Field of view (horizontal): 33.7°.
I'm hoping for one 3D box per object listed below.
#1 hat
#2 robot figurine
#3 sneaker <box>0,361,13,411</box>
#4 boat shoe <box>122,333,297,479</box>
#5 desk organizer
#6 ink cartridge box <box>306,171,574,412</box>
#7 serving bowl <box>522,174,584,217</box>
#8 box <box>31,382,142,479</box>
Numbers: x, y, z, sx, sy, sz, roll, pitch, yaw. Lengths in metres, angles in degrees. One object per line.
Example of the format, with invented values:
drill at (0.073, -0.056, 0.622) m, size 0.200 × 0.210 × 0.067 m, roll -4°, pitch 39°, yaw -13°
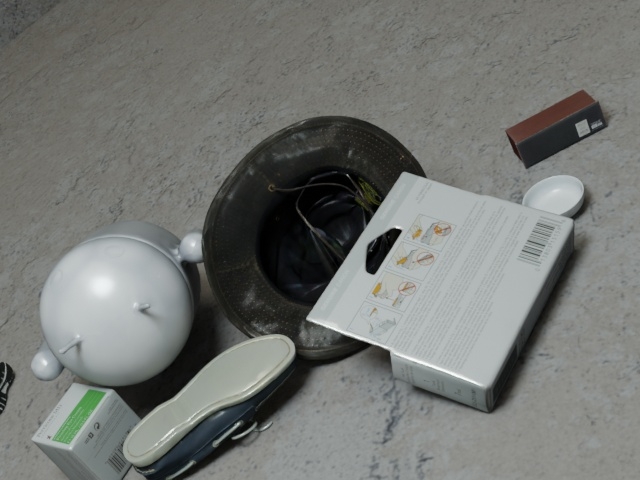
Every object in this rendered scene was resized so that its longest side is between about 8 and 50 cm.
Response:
hat at (0.000, 0.000, 1.452) m, size 0.331 × 0.331 × 0.134 m, roll -34°, pitch -4°, yaw -6°
robot figurine at (-0.270, 0.082, 1.460) m, size 0.300 × 0.199 × 0.353 m, roll -41°, pitch 8°, yaw 4°
sneaker at (-0.513, 0.241, 1.648) m, size 0.044 × 0.040 × 0.109 m, roll -33°, pitch 27°, yaw 26°
boat shoe at (-0.129, 0.219, 1.348) m, size 0.254 × 0.079 × 0.095 m, roll -39°, pitch 38°, yaw -8°
desk organizer at (0.336, -0.161, 1.514) m, size 0.130 × 0.047 × 0.050 m, roll -28°, pitch 32°, yaw 4°
ink cartridge box at (0.152, 0.053, 1.304) m, size 0.239 × 0.060 × 0.275 m, roll 18°, pitch 55°, yaw 26°
serving bowl at (0.313, -0.049, 1.406) m, size 0.083 × 0.027 × 0.083 m, roll -20°, pitch 35°, yaw 15°
box at (-0.302, 0.260, 1.403) m, size 0.087 × 0.102 × 0.101 m, roll 1°, pitch 46°, yaw 40°
